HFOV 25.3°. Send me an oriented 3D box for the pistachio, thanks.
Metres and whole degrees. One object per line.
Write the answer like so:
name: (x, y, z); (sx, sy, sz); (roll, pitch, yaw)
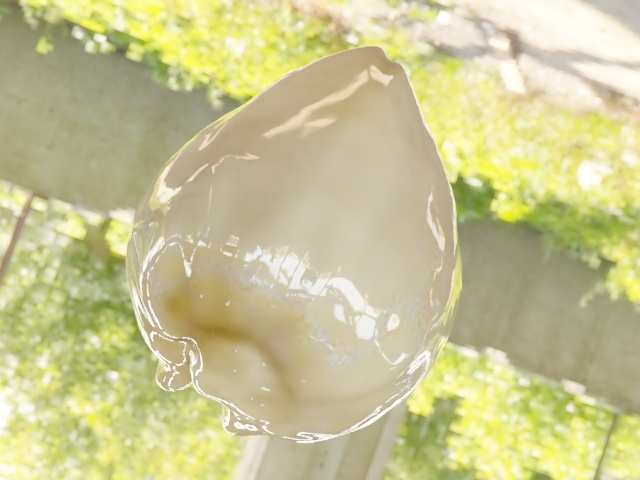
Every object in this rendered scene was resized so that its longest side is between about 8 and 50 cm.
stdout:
pistachio: (0.000, 0.000, 0.528); (0.117, 0.145, 0.200); (34, -166, 3)
